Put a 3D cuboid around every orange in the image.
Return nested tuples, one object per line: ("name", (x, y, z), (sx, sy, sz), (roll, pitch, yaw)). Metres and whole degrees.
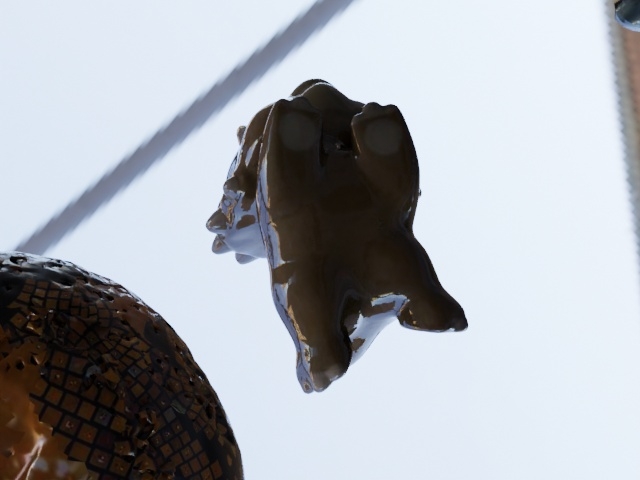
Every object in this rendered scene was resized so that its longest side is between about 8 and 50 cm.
("orange", (-0.146, 0.122, 0.862), (0.234, 0.182, 0.234), (2, -108, -5))

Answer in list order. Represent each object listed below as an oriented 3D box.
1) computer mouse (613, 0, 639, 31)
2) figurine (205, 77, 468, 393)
("computer mouse", (0.265, -0.037, 0.535), (0.371, 0.188, 0.122), (7, -157, 8))
("figurine", (0.003, -0.005, 1.596), (0.177, 0.173, 0.247), (-20, -99, -21))
